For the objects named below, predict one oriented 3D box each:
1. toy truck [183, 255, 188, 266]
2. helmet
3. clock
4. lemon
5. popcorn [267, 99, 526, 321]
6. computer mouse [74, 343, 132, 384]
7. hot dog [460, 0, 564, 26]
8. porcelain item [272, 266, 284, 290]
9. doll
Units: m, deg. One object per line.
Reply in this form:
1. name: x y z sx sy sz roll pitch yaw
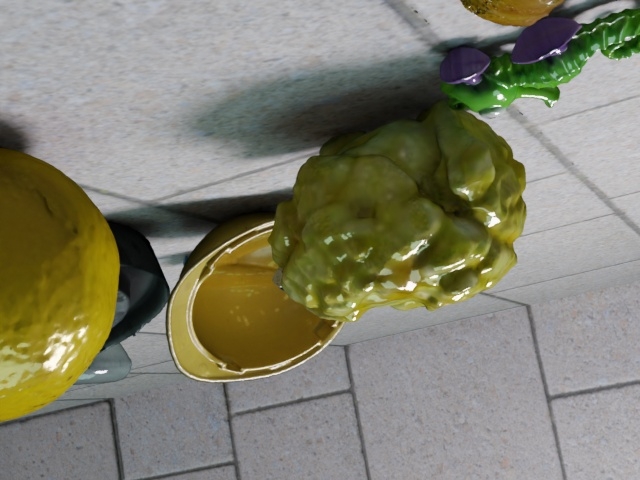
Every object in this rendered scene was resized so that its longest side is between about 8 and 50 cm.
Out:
1. toy truck: -0.147 0.084 1.486 0.063 0.136 0.074 -17 168 22
2. helmet: -0.091 0.050 1.314 0.257 0.205 0.140 -16 -151 -24
3. clock: -0.339 0.078 1.287 0.319 0.066 0.319 -18 158 -8
4. lemon: -0.285 0.037 0.907 0.228 0.228 0.253 -5 175 -25
5. popcorn: 0.076 -0.024 1.005 0.256 0.195 0.255 -28 -179 -23
6. computer mouse: -0.453 0.172 1.692 0.371 0.122 0.188 -10 170 33
7. hot dog: 0.152 -0.189 0.588 0.083 0.068 0.289 0 167 -15
8. porcelain item: 0.000 0.000 1.255 0.075 0.136 0.021 13 -162 -48
9. doll: 0.184 -0.144 0.886 0.190 0.050 0.115 -20 161 33
